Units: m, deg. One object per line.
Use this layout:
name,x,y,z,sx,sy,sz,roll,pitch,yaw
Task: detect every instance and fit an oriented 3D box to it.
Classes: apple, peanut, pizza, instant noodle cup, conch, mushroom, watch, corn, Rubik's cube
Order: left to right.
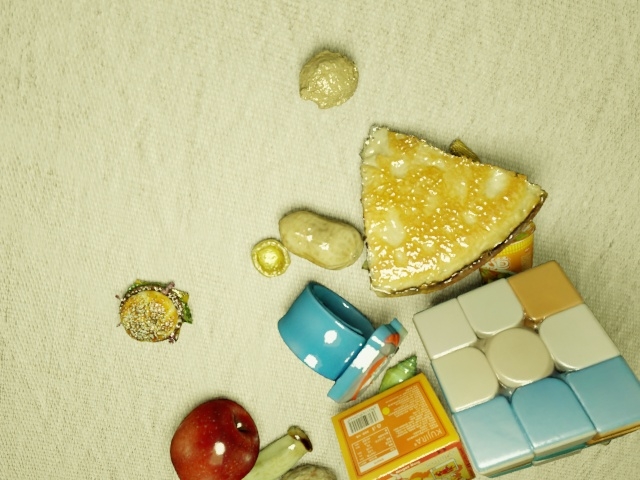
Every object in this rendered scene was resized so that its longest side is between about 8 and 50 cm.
apple,-0.273,0.531,1.105,0.218,0.218,0.201,40,98,-13
mushroom,-0.155,0.654,1.218,0.312,0.081,0.100,-40,103,7
peanut,0.000,0.000,1.041,0.225,0.129,0.129,17,102,-8
watch,0.053,0.233,1.070,0.274,0.305,0.241,39,95,17
conch,0.219,0.408,1.192,0.095,0.079,0.200,17,114,-13
pizza,0.251,-0.028,1.002,0.435,0.080,0.391,23,92,15
corn,0.365,-0.217,1.066,0.092,0.037,0.037,34,99,-12
instant noodle cup,0.475,0.054,1.092,0.169,0.168,0.184,-19,112,0
Rubik's cube,0.454,0.309,0.967,0.345,0.346,0.346,-25,143,9

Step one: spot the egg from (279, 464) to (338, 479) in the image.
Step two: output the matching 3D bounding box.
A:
egg,-0.041,0.745,1.174,0.204,0.245,0.203,6,101,36

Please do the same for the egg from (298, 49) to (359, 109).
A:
egg,0.017,-0.363,0.957,0.140,0.116,0.118,-8,76,-4

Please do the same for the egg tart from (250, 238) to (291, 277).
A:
egg tart,-0.128,0.044,1.086,0.105,0.039,0.105,-1,104,-5

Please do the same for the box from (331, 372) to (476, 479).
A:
box,0.222,0.553,1.121,0.284,0.213,0.259,-26,127,3

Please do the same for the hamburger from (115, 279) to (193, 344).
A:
hamburger,-0.420,0.188,1.068,0.190,0.093,0.163,4,103,-8

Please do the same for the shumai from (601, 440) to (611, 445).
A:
shumai,0.655,0.406,1.138,0.314,0.262,0.267,25,100,-9
